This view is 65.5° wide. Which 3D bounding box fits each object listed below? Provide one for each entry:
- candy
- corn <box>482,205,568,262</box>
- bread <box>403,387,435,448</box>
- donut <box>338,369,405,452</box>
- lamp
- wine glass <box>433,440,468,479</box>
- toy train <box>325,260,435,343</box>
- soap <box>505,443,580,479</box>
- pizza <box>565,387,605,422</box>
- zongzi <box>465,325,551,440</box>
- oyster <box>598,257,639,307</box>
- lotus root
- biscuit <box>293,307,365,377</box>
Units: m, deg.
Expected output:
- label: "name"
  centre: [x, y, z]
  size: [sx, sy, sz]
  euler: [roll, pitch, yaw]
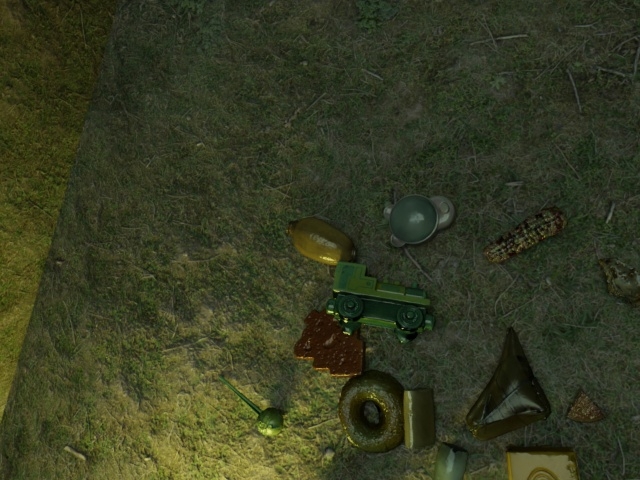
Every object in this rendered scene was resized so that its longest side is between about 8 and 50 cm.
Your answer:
- label: "candy"
  centre: [-0.268, 0.596, 1.837]
  size: [0.335, 0.092, 0.093]
  euler: [31, 126, 31]
- label: "corn"
  centre: [0.668, -0.013, 1.621]
  size: [0.280, 0.092, 0.092]
  euler: [-35, 68, 14]
- label: "bread"
  centre: [0.315, 0.566, 1.595]
  size: [0.060, 0.139, 0.178]
  euler: [-12, 71, 44]
- label: "donut"
  centre: [0.171, 0.575, 1.657]
  size: [0.271, 0.107, 0.272]
  euler: [-4, 78, 20]
- label: "lamp"
  centre: [0.349, -0.081, 1.742]
  size: [0.245, 0.108, 0.180]
  euler: [-17, 77, 15]
- label: "wine glass"
  centre: [0.303, 0.772, 1.569]
  size: [0.264, 0.096, 0.310]
  euler: [12, 80, 26]
- label: "toy train"
  centre: [0.210, 0.209, 1.696]
  size: [0.368, 0.150, 0.237]
  euler: [9, 55, 10]
- label: "soap"
  centre: [0.657, 0.767, 1.436]
  size: [0.204, 0.096, 0.325]
  euler: [-8, 75, 19]
- label: "pizza"
  centre: [0.797, 0.508, 1.486]
  size: [0.099, 0.029, 0.100]
  euler: [26, 90, 15]
- label: "zongzi"
  centre: [0.540, 0.447, 1.550]
  size: [0.260, 0.123, 0.289]
  euler: [-28, 60, 15]
- label: "oyster"
  centre: [0.920, 0.123, 1.513]
  size: [0.105, 0.056, 0.177]
  euler: [-43, 67, -6]
- label: "lotus root"
  centre: [-0.002, 0.002, 1.837]
  size: [0.303, 0.131, 0.146]
  euler: [25, 86, 24]
- label: "biscuit"
  centre: [0.051, 0.368, 1.761]
  size: [0.284, 0.043, 0.306]
  euler: [-45, 56, 0]
